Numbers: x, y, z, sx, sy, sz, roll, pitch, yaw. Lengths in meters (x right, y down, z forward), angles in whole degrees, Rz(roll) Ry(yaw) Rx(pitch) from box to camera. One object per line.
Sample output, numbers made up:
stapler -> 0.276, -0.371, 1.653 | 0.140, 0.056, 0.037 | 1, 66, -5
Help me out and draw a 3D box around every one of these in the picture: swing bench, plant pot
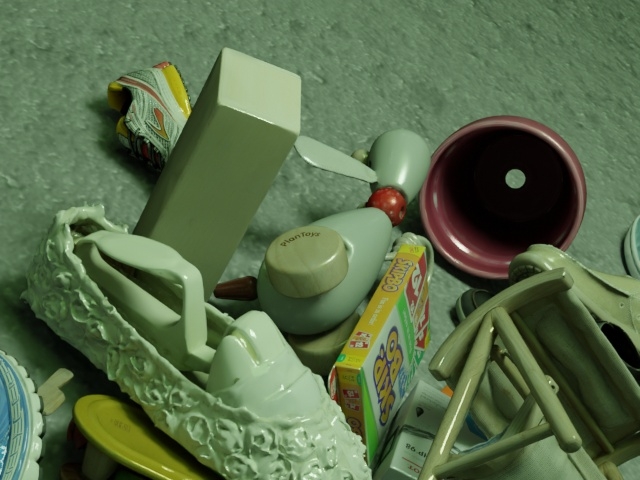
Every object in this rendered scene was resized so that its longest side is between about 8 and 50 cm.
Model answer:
swing bench -> 0.225, 0.211, 1.319 | 0.253, 0.165, 0.254 | 52, 26, -25
plant pot -> 0.239, -0.066, 1.740 | 0.201, 0.201, 0.180 | 35, 20, 6

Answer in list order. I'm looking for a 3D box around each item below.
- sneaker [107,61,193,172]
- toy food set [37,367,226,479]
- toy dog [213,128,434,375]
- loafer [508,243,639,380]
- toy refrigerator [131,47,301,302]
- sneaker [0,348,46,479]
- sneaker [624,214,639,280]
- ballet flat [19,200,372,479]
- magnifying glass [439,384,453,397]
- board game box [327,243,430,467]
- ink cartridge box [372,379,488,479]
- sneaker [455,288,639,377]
sneaker -> -0.182, -0.107, 1.580 | 0.093, 0.088, 0.225 | -14, 51, -19
toy food set -> -0.168, 0.200, 1.221 | 0.218, 0.071, 0.128 | 28, 11, -8
toy dog -> 0.000, 0.000, 1.504 | 0.161, 0.220, 0.334 | 7, 20, 22
loafer -> 0.333, 0.076, 1.657 | 0.268, 0.102, 0.092 | 36, 62, -25
toy refrigerator -> -0.109, -0.048, 1.381 | 0.094, 0.269, 0.102 | 19, 36, -15
sneaker -> -0.299, 0.203, 1.059 | 0.147, 0.130, 0.330 | 16, 38, -24
sneaker -> 0.515, 0.023, 1.802 | 0.127, 0.208, 0.319 | 14, 38, -20
ballet flat -> -0.116, 0.098, 1.257 | 0.409, 0.147, 0.147 | 33, 34, 22
magnifying glass -> 0.198, 0.127, 1.518 | 0.231, 0.026, 0.092 | -36, 45, -27
board game box -> 0.064, 0.121, 1.421 | 0.039, 0.124, 0.259 | 7, 32, 21
ink cartridge box -> 0.112, 0.234, 1.377 | 0.104, 0.060, 0.180 | 30, 35, -2
sneaker -> 0.266, 0.107, 1.595 | 0.222, 0.118, 0.083 | 41, 36, 13
